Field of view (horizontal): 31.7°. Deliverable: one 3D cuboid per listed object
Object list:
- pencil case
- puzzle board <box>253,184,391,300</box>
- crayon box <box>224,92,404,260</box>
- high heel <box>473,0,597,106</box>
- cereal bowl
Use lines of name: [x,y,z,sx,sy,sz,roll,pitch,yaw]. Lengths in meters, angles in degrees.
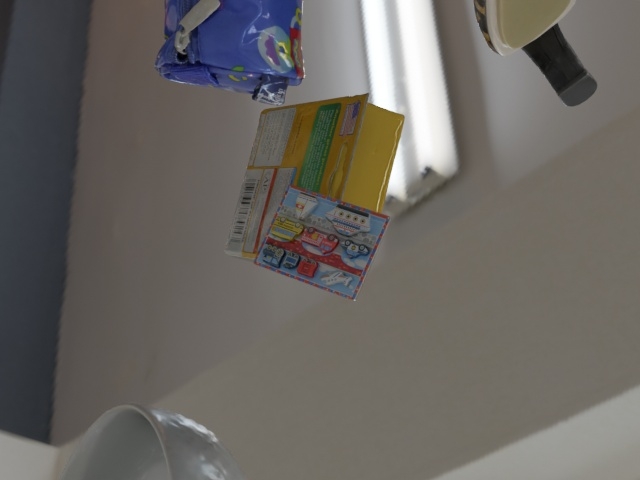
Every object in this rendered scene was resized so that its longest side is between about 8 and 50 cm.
pencil case: [-0.069,-0.258,0.853,0.119,0.133,0.306,5,-81,25]
puzzle board: [0.000,0.000,1.187,0.128,0.011,0.096,19,-100,26]
crayon box: [-0.004,-0.061,1.371,0.323,0.083,0.203,7,-99,66]
high heel: [0.155,-0.244,0.988,0.093,0.261,0.186,-32,-124,9]
cereal bowl: [-0.149,0.324,1.014,0.339,0.141,0.339,-40,-140,45]
